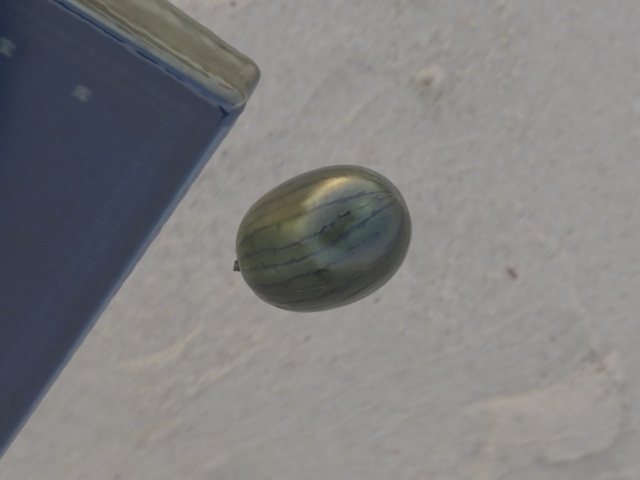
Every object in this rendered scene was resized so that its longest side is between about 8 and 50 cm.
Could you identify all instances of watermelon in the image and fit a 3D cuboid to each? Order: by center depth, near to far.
[{"bbox_3d":[0.000,0.000,1.045,0.078,0.111,0.078,32,49,-45],"label":"watermelon"}]

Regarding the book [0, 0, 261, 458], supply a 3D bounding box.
[{"bbox_3d":[-0.156,-0.002,0.479,0.191,0.269,0.025,32,39,-7],"label":"book"}]
